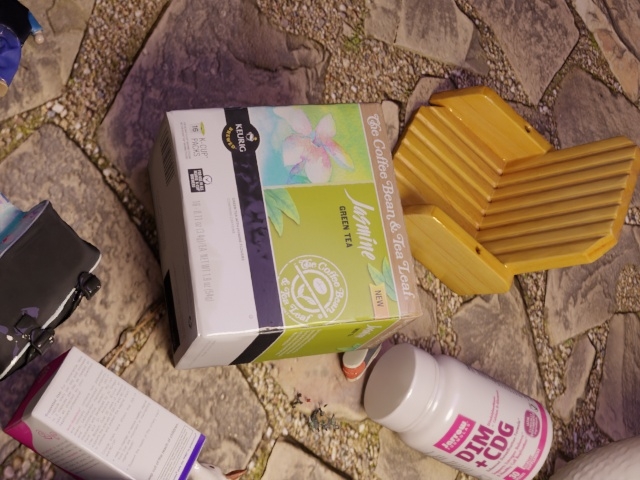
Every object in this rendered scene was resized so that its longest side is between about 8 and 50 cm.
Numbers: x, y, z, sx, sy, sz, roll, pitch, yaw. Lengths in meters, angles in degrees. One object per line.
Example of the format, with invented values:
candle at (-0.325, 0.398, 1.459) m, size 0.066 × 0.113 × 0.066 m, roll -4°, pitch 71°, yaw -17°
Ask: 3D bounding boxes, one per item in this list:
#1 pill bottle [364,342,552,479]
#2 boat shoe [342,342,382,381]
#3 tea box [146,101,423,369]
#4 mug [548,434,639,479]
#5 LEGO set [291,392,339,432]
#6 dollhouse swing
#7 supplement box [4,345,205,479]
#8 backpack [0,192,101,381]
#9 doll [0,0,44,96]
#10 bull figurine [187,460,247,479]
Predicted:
pill bottle at (0.221, 0.281, 1.700) m, size 0.283 × 0.160 × 0.160 m, roll 28°, pitch 57°, yaw -23°
boat shoe at (0.076, 0.172, 1.719) m, size 0.137 × 0.049 × 0.043 m, roll -53°, pitch 147°, yaw -40°
tea box at (-0.062, -0.006, 1.529) m, size 0.323 × 0.220 × 0.329 m, roll -5°, pitch 74°, yaw -19°
mug at (0.545, 0.503, 1.733) m, size 0.374 × 0.328 × 0.276 m, roll 51°, pitch 51°, yaw -8°
LEGO set at (-0.009, 0.271, 1.632) m, size 0.083 × 0.023 × 0.054 m, roll 47°, pitch 48°, yaw 6°
dollhouse swing at (0.334, -0.122, 1.863) m, size 0.315 × 0.305 × 0.347 m, roll 40°, pitch 53°, yaw -16°
supplement box at (-0.281, 0.254, 1.379) m, size 0.220 × 0.111 × 0.114 m, roll 38°, pitch 53°, yaw -18°
backpack at (-0.409, 0.075, 1.272) m, size 0.191 × 0.253 × 0.225 m, roll 40°, pitch 53°, yaw -11°
doll at (-0.465, -0.306, 1.525) m, size 0.129 × 0.046 × 0.189 m, roll 24°, pitch 59°, yaw -27°
bull figurine at (-0.142, 0.437, 1.376) m, size 0.188 × 0.101 × 0.311 m, roll 16°, pitch 62°, yaw -73°
